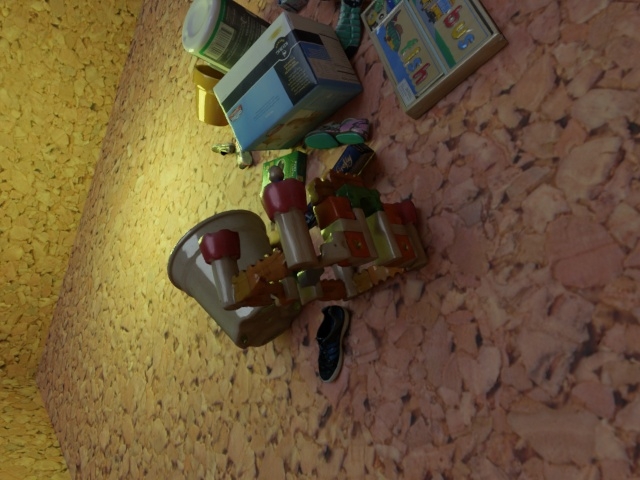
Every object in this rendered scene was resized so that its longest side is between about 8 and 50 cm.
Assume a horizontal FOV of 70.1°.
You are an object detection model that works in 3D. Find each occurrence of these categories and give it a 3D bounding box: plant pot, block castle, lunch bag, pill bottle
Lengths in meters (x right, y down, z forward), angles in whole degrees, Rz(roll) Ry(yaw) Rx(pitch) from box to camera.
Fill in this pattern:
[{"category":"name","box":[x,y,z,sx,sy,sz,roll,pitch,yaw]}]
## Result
[{"category":"plant pot","box":[-0.225,0.133,1.330,0.305,0.334,0.333,48,114,30]},{"category":"block castle","box":[0.000,0.000,1.003,0.303,0.453,0.212,-32,66,38]},{"category":"lunch bag","box":[-0.100,-0.844,1.615,0.083,0.071,0.053,-23,67,38]},{"category":"plant pot","box":[-0.403,-0.556,1.778,0.205,0.205,0.188,50,130,41]},{"category":"pill bottle","box":[-0.246,-0.637,1.497,0.204,0.361,0.204,-15,69,43]}]

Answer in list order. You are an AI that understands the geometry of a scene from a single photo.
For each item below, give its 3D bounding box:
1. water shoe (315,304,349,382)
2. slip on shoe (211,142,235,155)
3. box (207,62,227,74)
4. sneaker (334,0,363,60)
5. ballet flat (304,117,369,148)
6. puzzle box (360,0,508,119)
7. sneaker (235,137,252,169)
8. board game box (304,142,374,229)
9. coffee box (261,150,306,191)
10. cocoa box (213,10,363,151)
[{"category":"water shoe","box":[0.014,0.266,1.184,0.073,0.080,0.203,6,84,47]},{"category":"slip on shoe","box":[-0.386,-0.355,1.798,0.135,0.051,0.041,2,78,39]},{"category":"box","box":[-0.359,-0.690,1.726,0.058,0.232,0.322,-53,46,21]},{"category":"sneaker","box":[0.084,-0.649,1.387,0.098,0.083,0.223,-102,25,-76]},{"category":"ballet flat","box":[0.052,-0.313,1.319,0.222,0.077,0.079,3,63,42]},{"category":"puzzle box","box":[0.267,-0.544,1.163,0.272,0.052,0.408,-37,55,33]},{"category":"sneaker","box":[-0.299,-0.333,1.694,0.065,0.061,0.157,-37,54,42]},{"category":"board game box","box":[0.042,-0.146,1.215,0.042,0.165,0.243,38,111,6]},{"category":"coffee box","box":[-0.121,-0.216,1.487,0.184,0.040,0.113,-10,72,45]},{"category":"cocoa box","box":[-0.099,-0.445,1.346,0.347,0.231,0.228,-30,83,38]}]
